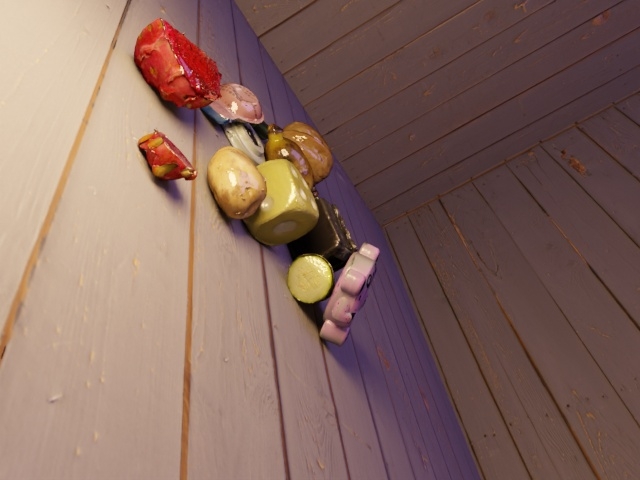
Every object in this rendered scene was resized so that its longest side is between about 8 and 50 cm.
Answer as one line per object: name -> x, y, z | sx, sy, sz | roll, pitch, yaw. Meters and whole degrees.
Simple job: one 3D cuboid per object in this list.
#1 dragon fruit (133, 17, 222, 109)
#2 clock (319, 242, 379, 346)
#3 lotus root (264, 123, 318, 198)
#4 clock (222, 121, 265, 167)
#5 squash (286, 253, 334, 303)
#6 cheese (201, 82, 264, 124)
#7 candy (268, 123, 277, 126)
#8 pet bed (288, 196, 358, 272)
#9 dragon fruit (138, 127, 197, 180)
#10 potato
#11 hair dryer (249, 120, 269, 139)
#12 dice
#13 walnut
dragon fruit -> -0.334, -0.394, 1.304 | 0.262, 0.189, 0.162 | 9, 92, -70
clock -> 0.084, 0.144, 1.531 | 0.090, 0.247, 0.227 | 25, 38, 8
lotus root -> -0.111, -0.247, 1.878 | 0.314, 0.141, 0.169 | 63, -5, -22
clock -> -0.236, -0.325, 1.766 | 0.236, 0.053, 0.236 | 59, 12, -20
squash -> -0.020, 0.127, 1.571 | 0.287, 0.137, 0.137 | 73, -8, -76
cheese -> -0.265, -0.408, 1.674 | 0.189, 0.074, 0.286 | 38, 31, -1
candy -> -0.180, -0.427, 2.257 | 0.103, 0.043, 0.103 | 57, 13, -21
pet bed -> 0.000, 0.000, 1.719 | 0.159, 0.183, 0.210 | 32, 29, -56
dragon fruit -> -0.301, -0.155, 1.080 | 0.126, 0.068, 0.112 | 49, 1, -1
potato -> -0.197, -0.145, 1.334 | 0.161, 0.128, 0.234 | 62, 6, -20
hair dryer -> -0.254, -0.463, 2.042 | 0.197, 0.057, 0.100 | 59, 8, 30
dice -> -0.115, -0.099, 1.471 | 0.166, 0.169, 0.169 | 42, 23, -60
walnut -> -0.067, -0.327, 2.111 | 0.261, 0.225, 0.225 | 44, 21, -41
